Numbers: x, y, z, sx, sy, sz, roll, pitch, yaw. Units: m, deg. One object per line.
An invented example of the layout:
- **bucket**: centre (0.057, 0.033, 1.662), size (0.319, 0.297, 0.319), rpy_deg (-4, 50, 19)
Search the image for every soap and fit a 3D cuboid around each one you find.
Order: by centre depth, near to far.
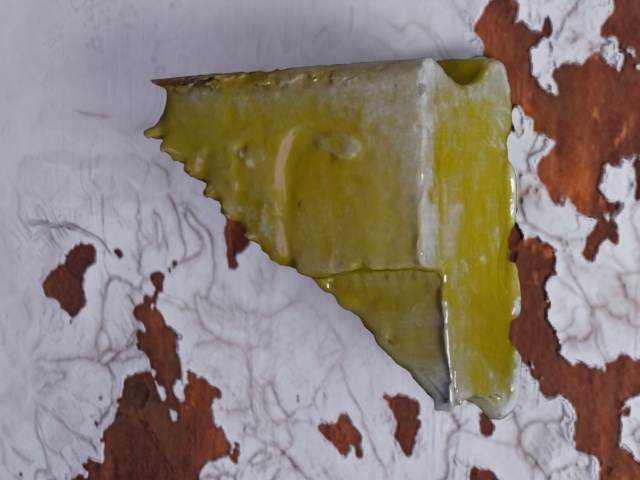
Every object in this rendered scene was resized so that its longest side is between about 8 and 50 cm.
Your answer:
- **soap**: centre (0.000, 0.000, 1.624), size (0.339, 0.169, 0.304), rpy_deg (0, 91, 39)
